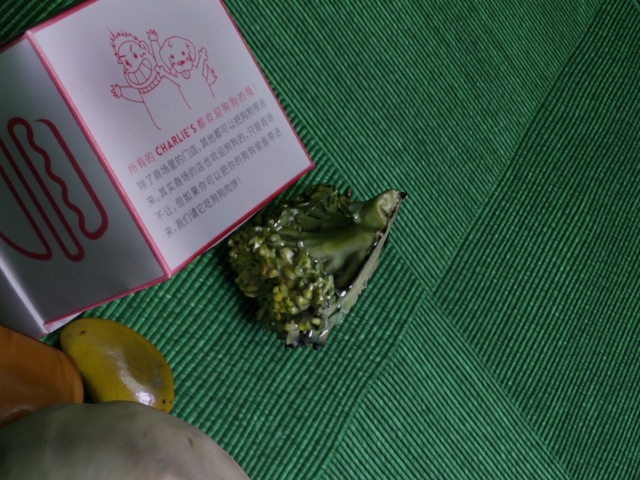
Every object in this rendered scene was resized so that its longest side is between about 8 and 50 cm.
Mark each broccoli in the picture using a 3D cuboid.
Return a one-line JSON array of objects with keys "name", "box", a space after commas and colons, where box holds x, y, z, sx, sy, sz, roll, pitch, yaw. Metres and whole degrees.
[{"name": "broccoli", "box": [-0.015, 0.000, 2.051, 0.180, 0.273, 0.242, 30, 44, 7]}]

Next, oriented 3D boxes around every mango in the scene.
[{"name": "mango", "box": [-0.240, 0.153, 1.852, 0.161, 0.076, 0.103, 45, 52, -14]}]

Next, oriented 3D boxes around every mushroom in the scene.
[{"name": "mushroom", "box": [-0.204, 0.337, 1.617, 0.353, 0.325, 0.353, 9, 79, -51]}]

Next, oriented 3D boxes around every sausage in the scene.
[{"name": "sausage", "box": [-0.357, 0.154, 1.689, 0.241, 0.120, 0.136, 23, 71, -40]}]

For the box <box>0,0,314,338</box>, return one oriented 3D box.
[{"name": "box", "box": [-0.250, -0.107, 1.773, 0.314, 0.300, 0.312, -40, 105, -47]}]
